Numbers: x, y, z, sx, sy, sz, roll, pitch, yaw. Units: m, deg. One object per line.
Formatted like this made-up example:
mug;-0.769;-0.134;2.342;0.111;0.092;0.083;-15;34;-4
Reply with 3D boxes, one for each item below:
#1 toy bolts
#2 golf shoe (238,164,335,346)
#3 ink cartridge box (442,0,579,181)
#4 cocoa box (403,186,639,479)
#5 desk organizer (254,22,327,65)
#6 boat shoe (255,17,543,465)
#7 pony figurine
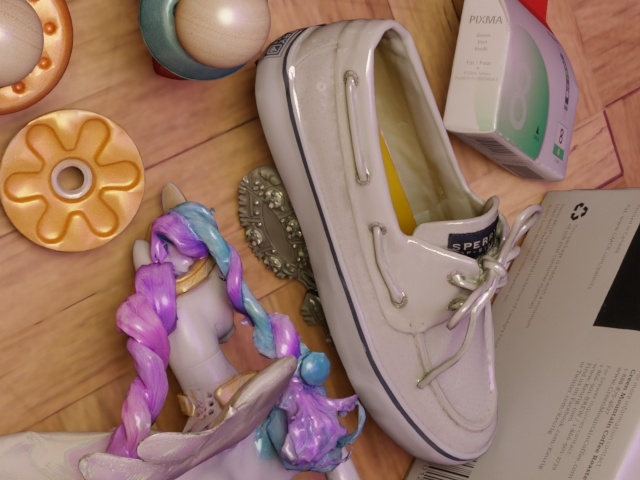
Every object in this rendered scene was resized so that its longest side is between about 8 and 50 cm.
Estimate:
toy bolts;-0.131;-0.101;0.840;0.228;0.158;0.218;-23;108;-11
golf shoe;0.000;0.000;1.031;0.176;0.069;0.086;58;46;-26
ink cartridge box;0.175;-0.177;1.095;0.181;0.056;0.225;20;81;-60
cocoa box;0.268;0.156;1.099;0.228;0.231;0.347;38;72;-29
desk organizer;0.006;-0.102;1.032;0.050;0.047;0.130;-38;111;-24
boat shoe;0.090;0.004;0.959;0.136;0.156;0.367;-35;110;-46
pony figurine;-0.094;0.169;0.872;0.363;0.302;0.351;68;28;-12
